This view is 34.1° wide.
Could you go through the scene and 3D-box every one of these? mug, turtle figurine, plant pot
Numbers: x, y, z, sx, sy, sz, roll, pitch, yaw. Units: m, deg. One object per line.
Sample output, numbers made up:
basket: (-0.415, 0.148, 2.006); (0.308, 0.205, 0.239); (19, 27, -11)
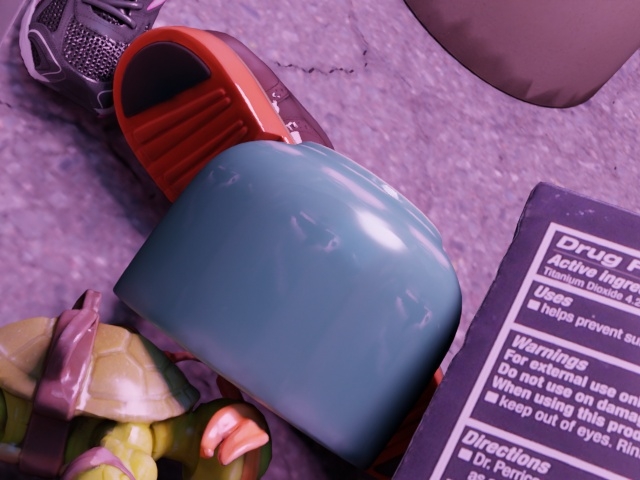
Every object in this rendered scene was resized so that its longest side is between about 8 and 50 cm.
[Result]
mug: (-0.016, 0.012, 0.443); (0.157, 0.129, 0.097); (33, 83, 22)
turtle figurine: (-0.105, 0.063, 0.373); (0.217, 0.087, 0.269); (14, 16, -12)
plant pot: (0.220, -0.282, 0.788); (0.256, 0.274, 0.257); (19, 52, -27)

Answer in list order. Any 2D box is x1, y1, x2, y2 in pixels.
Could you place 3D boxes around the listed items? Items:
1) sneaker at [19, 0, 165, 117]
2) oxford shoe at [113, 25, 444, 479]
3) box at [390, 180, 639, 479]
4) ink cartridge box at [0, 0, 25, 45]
sneaker: (-0.113, -0.153, 0.584); (0.072, 0.077, 0.178); (24, 50, -22)
oxford shoe: (0.000, 0.000, 0.561); (0.271, 0.097, 0.098); (60, 28, 1)
box: (0.155, 0.175, 0.367); (0.296, 0.183, 0.294); (21, 54, 17)
ink cartridge box: (-0.221, -0.208, 0.450); (0.114, 0.198, 0.273); (-7, 66, -40)
